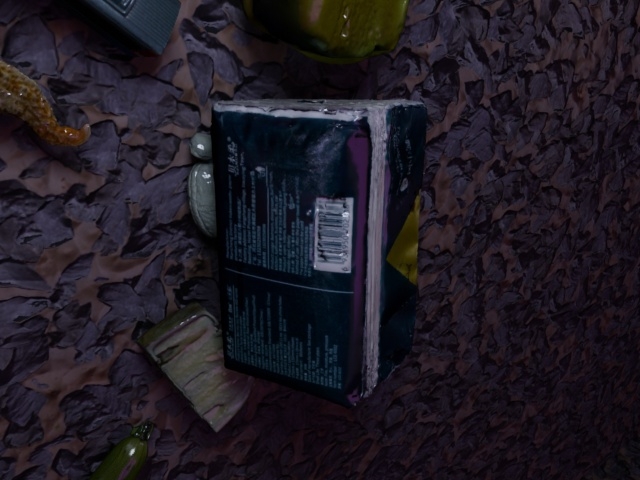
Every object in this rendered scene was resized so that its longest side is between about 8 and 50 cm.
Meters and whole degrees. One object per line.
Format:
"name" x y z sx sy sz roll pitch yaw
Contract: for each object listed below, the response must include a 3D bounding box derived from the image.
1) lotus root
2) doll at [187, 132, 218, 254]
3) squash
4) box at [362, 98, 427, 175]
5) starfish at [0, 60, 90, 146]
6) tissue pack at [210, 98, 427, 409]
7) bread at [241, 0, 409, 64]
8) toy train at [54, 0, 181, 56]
"lotus root" -0.210 0.203 1.001 0.119 0.138 0.235 -41 130 -20
"doll" -0.161 -0.071 0.943 0.103 0.071 0.214 -34 123 -45
"squash" -0.387 0.459 1.038 0.080 0.071 0.318 26 95 -43
"box" 0.107 -0.154 1.054 0.135 0.151 0.151 24 97 -51
"starfish" -0.435 -0.200 0.658 0.375 0.094 0.327 35 91 -37
"tissue pack" 0.000 0.000 0.896 0.253 0.264 0.417 -26 120 -59
"bread" 0.023 -0.435 0.803 0.251 0.208 0.377 -9 117 -41
"toy train" -0.314 -0.337 0.617 0.409 0.089 0.086 31 76 -56
